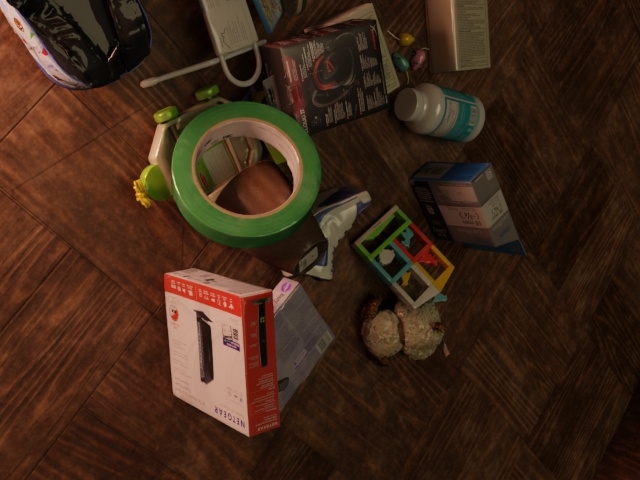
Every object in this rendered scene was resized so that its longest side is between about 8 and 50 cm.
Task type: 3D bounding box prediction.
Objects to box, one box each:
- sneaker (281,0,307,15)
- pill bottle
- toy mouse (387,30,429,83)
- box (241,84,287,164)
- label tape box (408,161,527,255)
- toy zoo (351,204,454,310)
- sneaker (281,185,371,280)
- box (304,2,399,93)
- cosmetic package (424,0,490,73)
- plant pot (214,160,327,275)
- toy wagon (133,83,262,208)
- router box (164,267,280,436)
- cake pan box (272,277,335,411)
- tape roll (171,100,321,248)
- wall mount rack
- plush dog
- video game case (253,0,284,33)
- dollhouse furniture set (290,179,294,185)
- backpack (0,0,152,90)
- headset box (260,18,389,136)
[{"bbox_3d":[-0.031,-0.650,1.826,0.118,0.083,0.222,5,80,-40],"label":"sneaker"},{"bbox_3d":[0.336,-0.368,2.128,0.264,0.146,0.146,5,92,-38],"label":"pill bottle"},{"bbox_3d":[0.256,-0.518,2.119,0.161,0.031,0.143,-5,99,-38],"label":"toy mouse"},{"bbox_3d":[-0.122,-0.288,1.814,0.178,0.042,0.109,62,25,-26],"label":"box"},{"bbox_3d":[0.432,-0.066,2.181,0.106,0.240,0.334,-42,119,-27],"label":"label tape box"},{"bbox_3d":[0.249,0.063,2.090,0.293,0.030,0.192,47,61,2],"label":"toy zoo"},{"bbox_3d":[-0.001,0.001,1.937,0.315,0.127,0.182,-34,119,-22],"label":"sneaker"},{"bbox_3d":[0.083,-0.472,1.928,0.148,0.127,0.232,-35,116,-28],"label":"box"},{"bbox_3d":[0.397,-0.649,2.163,0.160,0.113,0.309,-13,103,-36],"label":"cosmetic package"},{"bbox_3d":[-0.100,-0.030,1.722,0.215,0.230,0.215,-39,157,-20],"label":"plant pot"},{"bbox_3d":[-0.291,-0.186,1.710,0.344,0.068,0.267,-35,115,-29],"label":"toy wagon"},{"bbox_3d":[-0.223,0.234,1.644,0.082,0.335,0.301,-10,102,-38],"label":"router box"},{"bbox_3d":[-0.095,0.261,1.892,0.267,0.070,0.246,-52,137,-20],"label":"cake pan box"},{"bbox_3d":[-0.161,-0.144,1.615,0.321,0.077,0.321,4,68,-11],"label":"tape roll"},{"bbox_3d":[-0.280,-0.492,1.649,0.304,0.130,0.350,-31,114,-35],"label":"wall mount rack"},{"bbox_3d":[0.227,0.255,2.116,0.225,0.210,0.262,-14,103,-9],"label":"plush dog"},{"bbox_3d":[-0.124,-0.577,1.759,0.166,0.015,0.119,-75,146,-50],"label":"video game case"},{"bbox_3d":[-0.063,-0.178,1.885,0.058,0.076,0.152,44,59,-36],"label":"dollhouse furniture set"},{"bbox_3d":[-0.472,-0.427,1.448,0.276,0.213,0.263,-37,109,-22],"label":"backpack"},{"bbox_3d":[0.002,-0.378,1.745,0.293,0.110,0.218,-24,116,-24],"label":"headset box"}]
